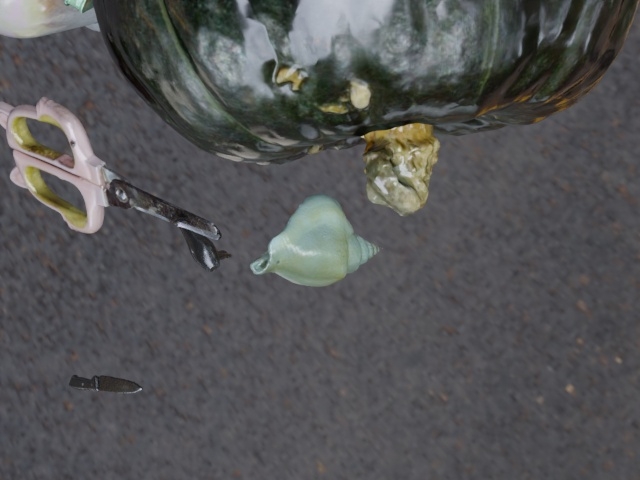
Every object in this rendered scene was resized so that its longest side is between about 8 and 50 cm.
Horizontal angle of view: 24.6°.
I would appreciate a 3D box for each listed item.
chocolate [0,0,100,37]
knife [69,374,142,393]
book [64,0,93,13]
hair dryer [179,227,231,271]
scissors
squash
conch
[{"bbox_3d":[-0.234,-0.239,1.226,0.147,0.221,0.221,-34,124,-30],"label":"chocolate"},{"bbox_3d":[-0.280,0.187,1.912,0.010,0.170,0.023,8,84,-41],"label":"knife"},{"bbox_3d":[-0.115,-0.201,0.952,0.017,0.135,0.103,32,117,3],"label":"book"},{"bbox_3d":[-0.137,0.007,1.795,0.031,0.079,0.083,-39,160,13],"label":"hair dryer"},{"bbox_3d":[-0.216,-0.056,1.469,0.024,0.317,0.160,-37,135,-36],"label":"scissors"},{"bbox_3d":[0.018,-0.096,0.523,0.193,0.193,0.156,-29,107,-10],"label":"squash"},{"bbox_3d":[0.004,0.006,1.463,0.180,0.065,0.088,-3,126,-47],"label":"conch"}]
